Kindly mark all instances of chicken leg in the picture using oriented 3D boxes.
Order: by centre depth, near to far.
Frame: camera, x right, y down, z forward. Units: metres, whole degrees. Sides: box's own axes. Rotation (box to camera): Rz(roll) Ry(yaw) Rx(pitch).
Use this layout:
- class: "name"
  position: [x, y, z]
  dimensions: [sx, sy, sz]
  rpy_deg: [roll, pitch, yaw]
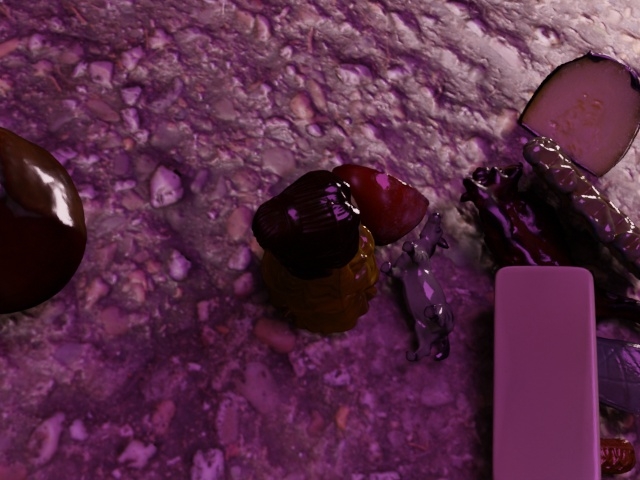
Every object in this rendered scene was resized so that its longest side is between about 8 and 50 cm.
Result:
- class: "chicken leg"
  position: [0.367, 0.042, 1.662]
  dimensions: [0.407, 0.096, 0.158]
  rpy_deg: [37, 60, -6]

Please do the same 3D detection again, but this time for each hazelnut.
- class: "hazelnut"
  position: [-0.393, -0.019, 1.296]
  dimensions: [0.229, 0.229, 0.229]
  rpy_deg: [12, 53, -17]

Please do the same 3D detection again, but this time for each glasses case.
- class: "glasses case"
  position: [0.304, 0.197, 1.482]
  dimensions: [0.144, 0.076, 0.336]
  rpy_deg: [1, 60, 11]

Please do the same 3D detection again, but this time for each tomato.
- class: "tomato"
  position: [0.074, -0.043, 1.566]
  dimensions: [0.159, 0.139, 0.091]
  rpy_deg: [36, 70, -50]

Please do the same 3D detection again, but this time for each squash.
- class: "squash"
  position: [0.466, -0.232, 1.895]
  dimensions: [0.192, 0.184, 0.085]
  rpy_deg: [35, 11, -1]

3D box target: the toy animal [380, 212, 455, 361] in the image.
- class: "toy animal"
  position: [0.150, 0.067, 1.554]
  dimensions: [0.176, 0.073, 0.217]
  rpy_deg: [12, 61, -62]

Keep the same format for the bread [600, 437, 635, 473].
- class: "bread"
  position: [0.369, 0.301, 1.515]
  dimensions: [0.157, 0.044, 0.052]
  rpy_deg: [3, 62, -22]

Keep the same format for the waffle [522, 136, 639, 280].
- class: "waffle"
  position: [0.425, -0.047, 1.681]
  dimensions: [0.292, 0.056, 0.309]
  rpy_deg: [48, 13, 12]

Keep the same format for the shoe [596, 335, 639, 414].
- class: "shoe"
  position: [0.396, 0.184, 1.581]
  dimensions: [0.251, 0.100, 0.103]
  rpy_deg: [20, 78, 13]

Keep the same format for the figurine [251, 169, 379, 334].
- class: "figurine"
  position: [0.004, -0.001, 1.357]
  dimensions: [0.168, 0.315, 0.187]
  rpy_deg: [8, 76, 0]
